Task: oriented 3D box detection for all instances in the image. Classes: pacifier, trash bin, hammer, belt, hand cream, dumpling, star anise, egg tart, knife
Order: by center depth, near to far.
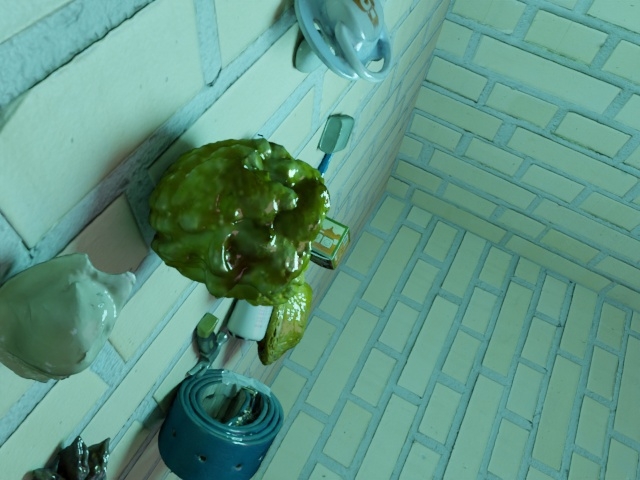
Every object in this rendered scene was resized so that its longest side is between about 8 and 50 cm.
[{"bbox_3d":[-0.319,0.091,0.564,0.199,0.136,0.118,-44,-154,2],"label":"dumpling"},{"bbox_3d":[-0.462,0.464,0.860,0.209,0.089,0.231,-52,156,-15],"label":"star anise"},{"bbox_3d":[0.025,-0.403,0.955,0.207,0.228,0.279,-18,-156,41],"label":"pacifier"},{"bbox_3d":[-0.310,0.282,1.287,0.159,0.041,0.227,-58,169,-35],"label":"hammer"},{"bbox_3d":[-0.273,0.512,1.326,0.173,0.300,0.436,-61,173,0],"label":"belt"},{"bbox_3d":[-0.177,0.127,1.423,0.185,0.117,0.359,24,85,-78],"label":"hand cream"},{"bbox_3d":[0.053,-0.336,1.472,0.130,0.059,0.116,-39,152,-64],"label":"trash bin"},{"bbox_3d":[0.033,-0.285,1.569,0.297,0.026,0.044,-62,-159,-4],"label":"knife"},{"bbox_3d":[-0.129,0.257,1.616,0.340,0.152,0.352,118,-16,-47],"label":"egg tart"}]

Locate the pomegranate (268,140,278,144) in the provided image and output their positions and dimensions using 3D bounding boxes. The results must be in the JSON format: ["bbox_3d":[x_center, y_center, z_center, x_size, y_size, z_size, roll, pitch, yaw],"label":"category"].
[{"bbox_3d":[-0.107,-0.148,0.974,0.130,0.130,0.130,-59,169,-19],"label":"pomegranate"}]

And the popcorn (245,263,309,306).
[{"bbox_3d":[-0.138,0.054,1.178,0.181,0.216,0.235,-97,-163,-58],"label":"popcorn"}]

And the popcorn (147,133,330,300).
[{"bbox_3d":[-0.137,-0.034,0.754,0.282,0.282,0.247,-61,-155,-9],"label":"popcorn"}]

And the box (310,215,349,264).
[{"bbox_3d":[0.000,0.000,1.724,0.148,0.177,0.195,-62,170,-10],"label":"box"}]
